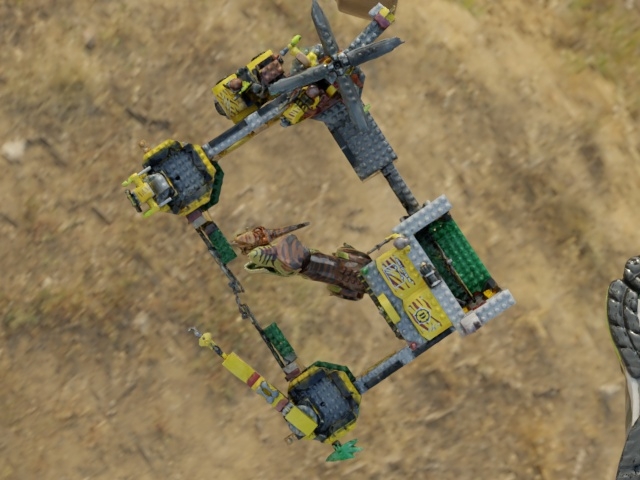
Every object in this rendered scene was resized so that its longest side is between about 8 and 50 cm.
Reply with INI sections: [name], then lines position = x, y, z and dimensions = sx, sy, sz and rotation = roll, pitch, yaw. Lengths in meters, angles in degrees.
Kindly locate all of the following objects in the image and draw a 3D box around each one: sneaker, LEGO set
[sneaker]
position = 0.299, 0.163, 1.205
dimensions = 0.121, 0.111, 0.300
rotation = 56, 33, -54
[LEGO set]
position = 0.000, 0.000, 1.132
dimensions = 0.255, 0.192, 0.331
rotation = -25, 88, 3

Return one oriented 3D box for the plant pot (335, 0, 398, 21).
[plant pot]
position = -0.021, -0.418, 1.559
dimensions = 0.280, 0.323, 0.323
rotation = 13, 58, 0
